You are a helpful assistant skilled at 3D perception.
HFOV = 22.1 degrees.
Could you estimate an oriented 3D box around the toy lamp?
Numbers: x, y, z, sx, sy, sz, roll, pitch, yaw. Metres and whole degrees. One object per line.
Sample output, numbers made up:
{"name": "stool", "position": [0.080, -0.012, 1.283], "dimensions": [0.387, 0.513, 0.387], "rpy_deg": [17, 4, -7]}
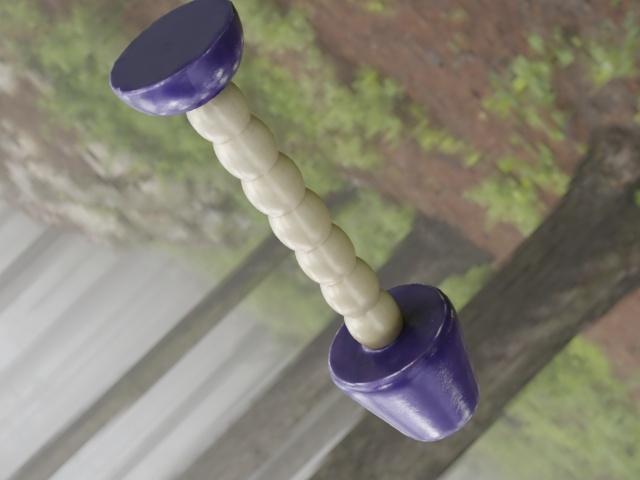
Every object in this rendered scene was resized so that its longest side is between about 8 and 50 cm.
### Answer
{"name": "toy lamp", "position": [0.000, 0.000, 0.841], "dimensions": [0.275, 0.080, 0.080], "rpy_deg": [56, 172, -32]}
